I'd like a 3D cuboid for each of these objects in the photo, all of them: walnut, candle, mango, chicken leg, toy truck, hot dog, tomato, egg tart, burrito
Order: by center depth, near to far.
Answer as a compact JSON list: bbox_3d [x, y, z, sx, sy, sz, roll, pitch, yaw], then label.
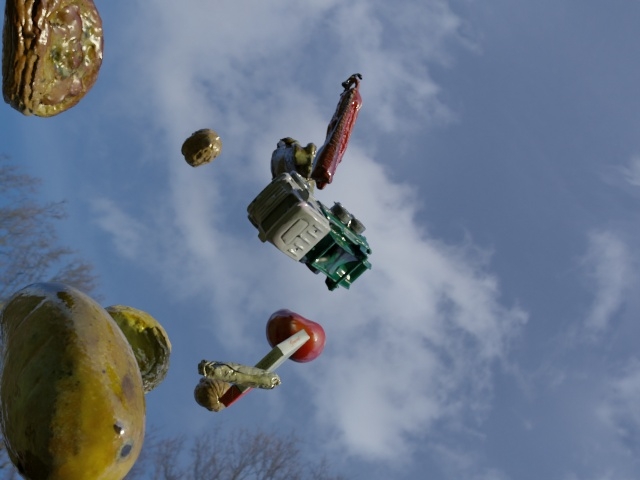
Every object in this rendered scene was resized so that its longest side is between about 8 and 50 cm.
[{"bbox_3d":[-0.335,0.179,0.724,0.176,0.176,0.330,87,-21,-45],"label":"mango"},{"bbox_3d":[0.000,0.000,0.797,0.110,0.216,0.116,-43,-135,9],"label":"toy truck"},{"bbox_3d":[-0.511,-0.355,1.020,0.122,0.196,0.272,25,-66,14],"label":"hot dog"},{"bbox_3d":[0.041,-0.237,1.139,0.059,0.084,0.302,19,-111,-4],"label":"candle"},{"bbox_3d":[-0.171,0.291,1.171,0.058,0.188,0.045,-25,-130,65],"label":"burrito"},{"bbox_3d":[-0.267,-0.210,1.223,0.096,0.082,0.079,-28,-123,16],"label":"walnut"},{"bbox_3d":[-0.536,0.304,1.435,0.279,0.278,0.095,57,-44,15],"label":"egg tart"},{"bbox_3d":[-0.311,0.439,1.560,0.124,0.105,0.105,-1,-87,56],"label":"walnut"},{"bbox_3d":[-0.076,-0.197,1.616,0.140,0.361,0.212,-21,-72,-5],"label":"chicken leg"},{"bbox_3d":[-0.080,0.297,1.675,0.195,0.195,0.136,20,-103,29],"label":"tomato"}]

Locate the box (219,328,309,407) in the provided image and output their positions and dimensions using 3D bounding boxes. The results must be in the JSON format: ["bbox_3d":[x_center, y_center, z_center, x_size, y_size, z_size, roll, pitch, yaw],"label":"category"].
[{"bbox_3d":[-0.141,0.323,1.375,0.245,0.139,0.035,-44,-101,26],"label":"box"}]
